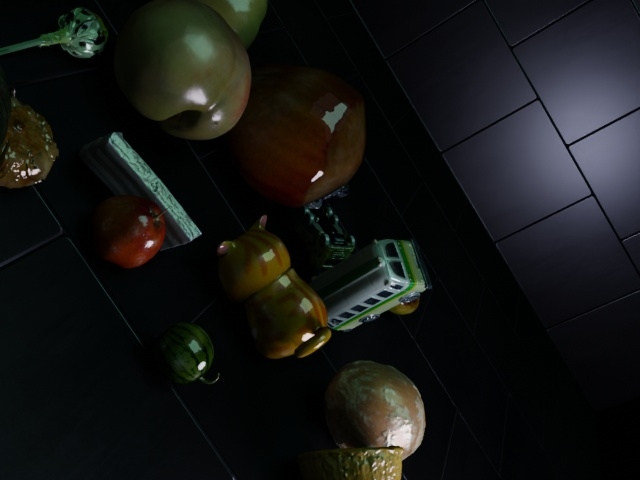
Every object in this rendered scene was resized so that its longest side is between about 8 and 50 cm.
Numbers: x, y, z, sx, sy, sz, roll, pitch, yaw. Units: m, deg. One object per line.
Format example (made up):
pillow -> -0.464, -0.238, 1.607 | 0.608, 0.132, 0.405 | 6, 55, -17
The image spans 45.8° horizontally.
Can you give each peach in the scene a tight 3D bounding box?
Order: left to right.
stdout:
peach -> -0.271, -0.350, 1.522 | 0.292, 0.247, 0.292 | 14, 69, -43

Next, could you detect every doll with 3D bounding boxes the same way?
doll -> -0.097, 0.106, 1.490 | 0.269, 0.162, 0.166 | 51, 39, 1

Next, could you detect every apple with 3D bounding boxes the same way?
apple -> -0.252, -0.551, 1.785 | 0.262, 0.262, 0.262 | 45, 29, -33

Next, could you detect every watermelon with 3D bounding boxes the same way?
watermelon -> -0.221, 0.187, 1.228 | 0.109, 0.109, 0.109 | 45, 29, -33

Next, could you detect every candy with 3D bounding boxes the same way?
candy -> -0.485, -0.345, 1.335 | 0.305, 0.083, 0.091 | -48, 125, -56

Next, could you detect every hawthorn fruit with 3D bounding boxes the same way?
hawthorn fruit -> -0.308, -0.014, 1.245 | 0.125, 0.140, 0.125 | 5, 90, -84

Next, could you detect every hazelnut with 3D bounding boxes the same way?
hazelnut -> -0.061, -0.254, 1.779 | 0.366, 0.366, 0.366 | 45, 29, -33

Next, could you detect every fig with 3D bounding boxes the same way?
fig -> 0.218, 0.133, 2.119 | 0.136, 0.120, 0.153 | 37, 33, -51

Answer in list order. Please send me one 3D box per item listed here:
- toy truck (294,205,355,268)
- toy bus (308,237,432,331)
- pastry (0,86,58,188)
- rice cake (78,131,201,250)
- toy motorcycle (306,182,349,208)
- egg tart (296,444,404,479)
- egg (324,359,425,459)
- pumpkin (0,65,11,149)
toy truck -> 0.000, 0.000, 1.837 | 0.085, 0.116, 0.191 | 1, 34, -31
toy bus -> 0.095, 0.102, 1.732 | 0.164, 0.276, 0.134 | 9, 57, -47
pastry -> -0.464, -0.147, 1.128 | 0.153, 0.081, 0.153 | 56, 22, -37
rice cake -> -0.314, -0.082, 1.317 | 0.237, 0.127, 0.043 | 55, 52, -18
toy motorcycle -> -0.002, -0.173, 2.044 | 0.159, 0.106, 0.270 | 66, 28, -4
egg tart -> 0.058, 0.459, 1.395 | 0.202, 0.202, 0.147 | 22, 59, -55
egg -> 0.111, 0.355, 1.570 | 0.245, 0.203, 0.203 | 47, 27, -27
pumpkin -> -0.518, -0.189, 0.908 | 0.300, 0.207, 0.300 | 45, 28, -32
